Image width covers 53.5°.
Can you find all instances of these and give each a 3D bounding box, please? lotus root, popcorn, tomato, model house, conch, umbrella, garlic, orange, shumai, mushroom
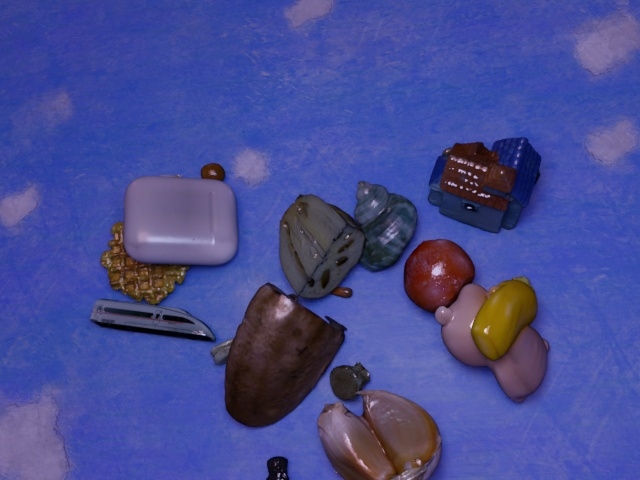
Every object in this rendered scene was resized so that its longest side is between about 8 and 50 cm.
[{"bbox_3d":[-0.012,0.003,1.922,0.267,0.149,0.260,-57,43,17],"label":"lotus root"},{"bbox_3d":[0.578,0.136,1.817,0.083,0.059,0.068,39,82,12],"label":"popcorn"},{"bbox_3d":[0.328,0.096,1.802,0.184,0.208,0.208,38,82,25],"label":"tomato"},{"bbox_3d":[0.470,-0.199,1.813,0.294,0.329,0.252,21,80,15],"label":"model house"},{"bbox_3d":[0.184,-0.057,1.910,0.220,0.195,0.277,-22,101,10],"label":"conch"},{"bbox_3d":[-0.116,0.768,1.708,0.113,0.106,0.358,-7,70,12],"label":"umbrella"},{"bbox_3d":[0.154,0.544,1.680,0.286,0.249,0.313,-54,49,7],"label":"garlic"},{"bbox_3d":[-0.359,-0.222,2.117,0.085,0.085,0.085,-3,71,10],"label":"orange"},{"bbox_3d":[0.090,0.395,1.816,0.123,0.087,0.099,-24,84,48],"label":"shumai"},{"bbox_3d":[-0.139,0.344,1.770,0.224,0.313,0.397,31,85,23],"label":"mushroom"}]

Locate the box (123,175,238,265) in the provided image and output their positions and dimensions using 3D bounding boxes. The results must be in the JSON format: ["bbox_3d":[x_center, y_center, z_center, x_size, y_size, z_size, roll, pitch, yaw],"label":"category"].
[{"bbox_3d":[-0.433,-0.062,1.984,0.348,0.141,0.289,2,64,-18],"label":"box"}]

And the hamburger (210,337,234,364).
[{"bbox_3d":[-0.275,0.324,1.904,0.121,0.084,0.054,-24,67,0],"label":"hamburger"}]

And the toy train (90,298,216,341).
[{"bbox_3d":[-0.508,0.247,1.978,0.406,0.086,0.088,6,67,12],"label":"toy train"}]

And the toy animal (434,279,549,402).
[{"bbox_3d":[0.464,0.249,1.733,0.246,0.345,0.278,-10,43,42],"label":"toy animal"}]

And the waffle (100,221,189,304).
[{"bbox_3d":[-0.565,0.048,2.066,0.325,0.068,0.302,31,79,21],"label":"waffle"}]

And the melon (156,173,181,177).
[{"bbox_3d":[-0.514,-0.170,2.121,0.202,0.093,0.139,37,74,15],"label":"melon"}]

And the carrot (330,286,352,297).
[{"bbox_3d":[0.052,0.153,1.929,0.093,0.032,0.032,9,73,17],"label":"carrot"}]
